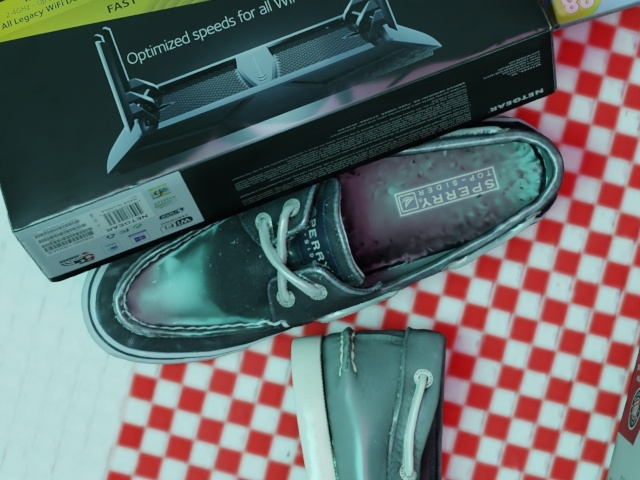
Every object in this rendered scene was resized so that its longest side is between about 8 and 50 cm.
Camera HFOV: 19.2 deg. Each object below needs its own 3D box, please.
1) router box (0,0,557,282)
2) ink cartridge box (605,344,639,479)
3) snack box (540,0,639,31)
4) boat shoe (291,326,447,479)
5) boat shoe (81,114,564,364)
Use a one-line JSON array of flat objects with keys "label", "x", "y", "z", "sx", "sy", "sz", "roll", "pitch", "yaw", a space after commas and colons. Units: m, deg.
[{"label": "router box", "x": -0.053, "y": -0.145, "z": 1.069, "sx": 0.308, "sy": 0.081, "sz": 0.243, "roll": -20, "pitch": 66, "yaw": 0}, {"label": "ink cartridge box", "x": 0.219, "y": 0.208, "z": 1.079, "sx": 0.114, "sy": 0.197, "sz": 0.273, "roll": 14, "pitch": 93, "yaw": -2}, {"label": "snack box", "x": 0.188, "y": -0.248, "z": 1.121, "sx": 0.174, "sy": 0.070, "sz": 0.207, "roll": -18, "pitch": 94, "yaw": 0}, {"label": "boat shoe", "x": 0.057, "y": 0.206, "z": 1.119, "sx": 0.099, "sy": 0.116, "sz": 0.319, "roll": -12, "pitch": 88, "yaw": 3}, {"label": "boat shoe", "x": 0.000, "y": 0.000, "z": 1.112, "sx": 0.301, "sy": 0.102, "sz": 0.108, "roll": -16, "pitch": 93, "yaw": 0}]
